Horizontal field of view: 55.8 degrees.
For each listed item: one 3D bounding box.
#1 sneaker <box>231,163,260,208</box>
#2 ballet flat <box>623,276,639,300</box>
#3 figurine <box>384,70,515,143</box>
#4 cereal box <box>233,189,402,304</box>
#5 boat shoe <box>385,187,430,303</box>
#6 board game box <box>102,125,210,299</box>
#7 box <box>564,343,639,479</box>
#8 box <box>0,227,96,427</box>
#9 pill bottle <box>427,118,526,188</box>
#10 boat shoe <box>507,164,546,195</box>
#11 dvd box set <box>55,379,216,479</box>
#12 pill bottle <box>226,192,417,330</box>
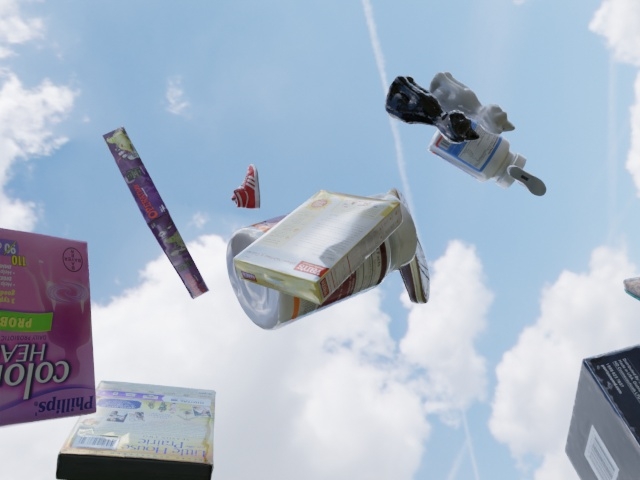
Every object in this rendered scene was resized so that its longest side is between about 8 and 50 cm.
[{"bbox_3d":[-0.179,-0.128,1.422,0.067,0.042,0.119,-2,-116,-14],"label":"sneaker"},{"bbox_3d":[0.710,0.112,1.078,0.107,0.316,0.106,-6,-61,-43],"label":"ballet flat"},{"bbox_3d":[0.280,-0.269,1.268,0.214,0.209,0.092,-17,-45,-37],"label":"figurine"},{"bbox_3d":[0.000,0.000,0.982,0.240,0.173,0.047,-41,-49,-38],"label":"cereal box"},{"bbox_3d":[0.207,0.024,1.656,0.123,0.123,0.342,32,-140,-61],"label":"boat shoe"},{"bbox_3d":[-0.308,-0.038,1.166,0.056,0.208,0.347,-32,-24,-13],"label":"board game box"},{"bbox_3d":[0.550,0.279,0.884,0.294,0.183,0.296,-17,-46,-1],"label":"box"},{"bbox_3d":[-0.412,0.114,0.767,0.213,0.117,0.243,18,-118,-62],"label":"box"},{"bbox_3d":[0.388,-0.221,1.494,0.124,0.221,0.124,-58,-1,-2],"label":"pill bottle"},{"bbox_3d":[0.449,-0.133,1.320,0.100,0.035,0.035,30,-72,-8],"label":"boat shoe"},{"bbox_3d":[-0.398,0.434,1.399,0.307,0.420,0.062,7,-85,-11],"label":"dvd box set"},{"bbox_3d":[0.012,0.029,1.334,0.392,0.224,0.224,-19,-63,-33],"label":"pill bottle"}]
